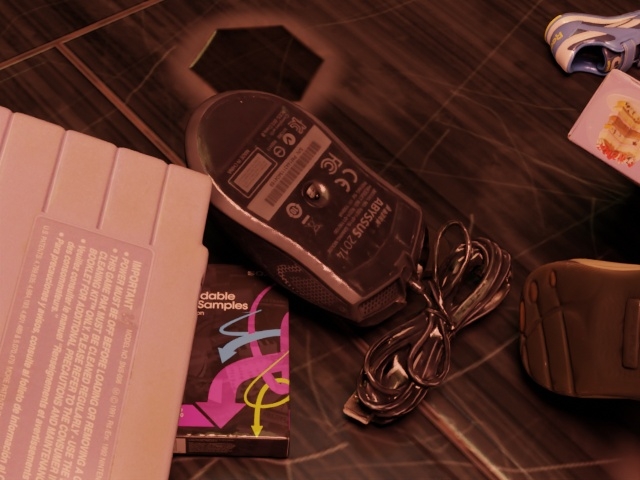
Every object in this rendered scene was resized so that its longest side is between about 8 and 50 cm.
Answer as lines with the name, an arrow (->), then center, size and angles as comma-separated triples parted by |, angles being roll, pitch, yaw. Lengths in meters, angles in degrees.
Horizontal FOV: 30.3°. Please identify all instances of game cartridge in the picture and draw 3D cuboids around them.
game cartridge -> -0.198, 0.085, 0.734 | 0.230, 0.068, 0.355 | 21, 57, -21

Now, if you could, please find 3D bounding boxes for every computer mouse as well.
computer mouse -> 0.000, 0.000, 0.910 | 0.272, 0.072, 0.188 | 43, 59, 0

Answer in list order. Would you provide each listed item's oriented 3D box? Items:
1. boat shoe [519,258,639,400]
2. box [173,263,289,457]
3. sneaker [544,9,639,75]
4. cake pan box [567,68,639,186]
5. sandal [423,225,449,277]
boat shoe -> 0.275, 0.067, 0.791 | 0.119, 0.123, 0.324 | 3, 6, -32
box -> -0.081, 0.085, 0.883 | 0.116, 0.029, 0.162 | 1, 47, -4
sneaker -> 0.292, -0.187, 1.140 | 0.144, 0.053, 0.059 | -5, 48, 2
cake pan box -> 0.337, -0.016, 0.887 | 0.267, 0.070, 0.245 | 37, 13, 24
sandal -> 0.026, -0.027, 0.982 | 0.179, 0.040, 0.067 | 23, 51, 15
